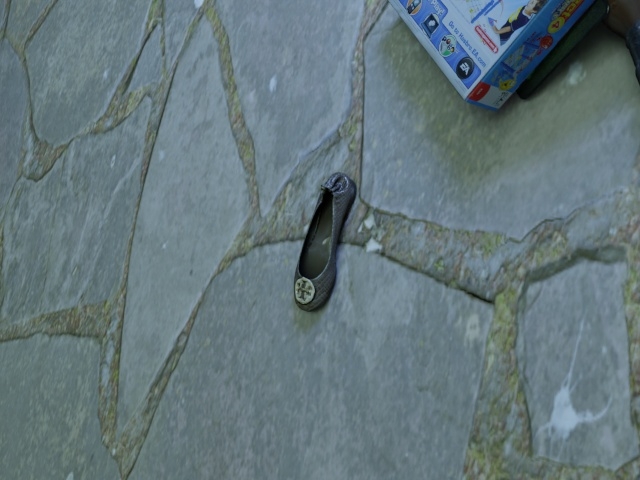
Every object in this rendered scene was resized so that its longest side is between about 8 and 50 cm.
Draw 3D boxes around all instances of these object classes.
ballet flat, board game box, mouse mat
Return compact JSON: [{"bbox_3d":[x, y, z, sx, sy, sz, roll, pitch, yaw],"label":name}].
[{"bbox_3d":[0.000,0.000,1.217,0.084,0.058,0.250,17,88,34],"label":"ballet flat"},{"bbox_3d":[0.266,-0.413,1.066,0.302,0.086,0.308,-50,51,32],"label":"board game box"},{"bbox_3d":[0.336,-0.330,1.067,0.190,0.007,0.153,-51,50,45],"label":"mouse mat"}]

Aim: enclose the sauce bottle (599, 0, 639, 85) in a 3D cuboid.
[{"bbox_3d":[0.444,-0.381,1.009,0.111,0.111,0.344,-21,70,26],"label":"sauce bottle"}]
